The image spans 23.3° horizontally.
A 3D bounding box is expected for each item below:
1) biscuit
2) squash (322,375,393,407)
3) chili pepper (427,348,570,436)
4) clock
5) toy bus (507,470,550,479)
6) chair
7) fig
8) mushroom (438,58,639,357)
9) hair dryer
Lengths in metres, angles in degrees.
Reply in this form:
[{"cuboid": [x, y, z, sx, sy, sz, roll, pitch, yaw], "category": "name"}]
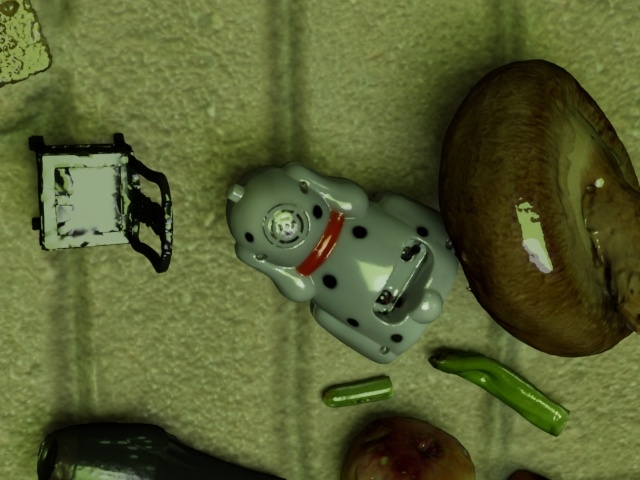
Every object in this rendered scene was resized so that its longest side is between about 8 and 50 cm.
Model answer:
[{"cuboid": [-0.403, -0.197, 1.602, 0.231, 0.025, 0.131, -21, 108, -8], "category": "biscuit"}, {"cuboid": [0.042, 0.179, 1.817, 0.083, 0.027, 0.027, -10, 107, -10], "category": "squash"}, {"cuboid": [0.213, 0.172, 1.846, 0.201, 0.052, 0.050, 30, 66, -18], "category": "chili pepper"}, {"cuboid": [0.001, 0.001, 1.680, 0.254, 0.189, 0.189, 28, 97, -21], "category": "clock"}, {"cuboid": [0.158, 0.453, 1.888, 0.092, 0.093, 0.409, 41, 92, -13], "category": "toy bus"}, {"cuboid": [-0.228, -0.038, 1.584, 0.113, 0.229, 0.106, -5, 105, -16], "category": "chair"}, {"cuboid": [0.094, 0.330, 1.828, 0.159, 0.159, 0.257, -2, 125, -14], "category": "fig"}, {"cuboid": [0.248, -0.032, 1.673, 0.239, 0.345, 0.345, -11, 108, 2], "category": "mushroom"}, {"cuboid": [-0.226, 0.370, 1.786, 0.303, 0.120, 0.359, 17, 111, -32], "category": "hair dryer"}]
